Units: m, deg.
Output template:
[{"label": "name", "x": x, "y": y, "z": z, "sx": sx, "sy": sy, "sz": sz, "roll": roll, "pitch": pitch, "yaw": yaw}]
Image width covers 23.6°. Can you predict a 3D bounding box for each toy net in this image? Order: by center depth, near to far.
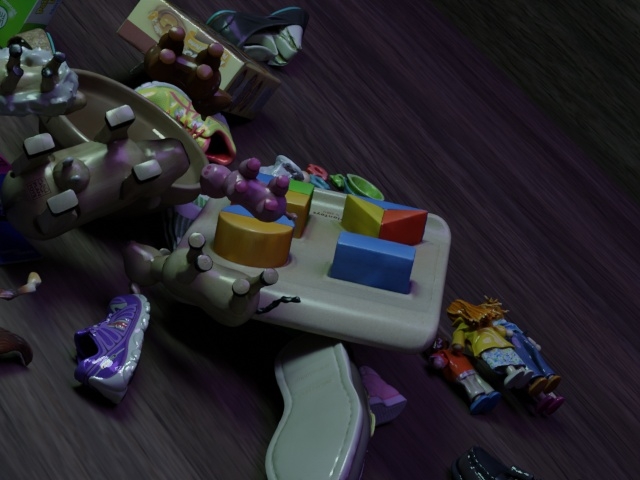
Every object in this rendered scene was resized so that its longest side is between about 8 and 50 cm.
[{"label": "toy net", "x": -0.008, "y": -0.102, "z": 2.403, "sx": 0.232, "sy": 0.045, "sz": 0.122, "roll": 16, "pitch": 29, "yaw": -42}]

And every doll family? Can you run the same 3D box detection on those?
[{"label": "doll family", "x": 0.259, "y": 0.151, "z": 2.181, "sx": 0.263, "sy": 0.118, "sz": 0.163, "roll": 10, "pitch": 33, "yaw": -49}]

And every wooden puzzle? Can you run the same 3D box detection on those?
[{"label": "wooden puzzle", "x": 0.000, "y": 0.000, "z": 1.877, "sx": 0.322, "sy": 0.080, "sz": 0.348, "roll": 13, "pitch": 24, "yaw": 3}]

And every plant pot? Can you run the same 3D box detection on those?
[{"label": "plant pot", "x": -0.263, "y": -0.101, "z": 1.913, "sx": 0.237, "sy": 0.110, "sz": 0.237, "roll": 30, "pitch": 21, "yaw": -13}]

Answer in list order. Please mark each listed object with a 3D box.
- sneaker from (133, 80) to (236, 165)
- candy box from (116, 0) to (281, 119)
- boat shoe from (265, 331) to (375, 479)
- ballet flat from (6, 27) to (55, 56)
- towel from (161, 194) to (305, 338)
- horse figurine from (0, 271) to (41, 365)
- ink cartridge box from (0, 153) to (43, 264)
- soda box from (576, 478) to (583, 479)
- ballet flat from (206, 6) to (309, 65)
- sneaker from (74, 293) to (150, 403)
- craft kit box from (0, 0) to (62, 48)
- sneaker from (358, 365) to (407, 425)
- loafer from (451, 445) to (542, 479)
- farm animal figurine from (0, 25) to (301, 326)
[{"label": "sneaker", "x": -0.195, "y": -0.161, "z": 2.187, "sx": 0.208, "sy": 0.081, "sz": 0.094, "roll": 16, "pitch": 31, "yaw": -44}, {"label": "candy box", "x": -0.179, "y": -0.278, "z": 2.347, "sx": 0.183, "sy": 0.087, "sz": 0.316, "roll": 37, "pitch": 5, "yaw": 6}, {"label": "boat shoe", "x": 0.008, "y": 0.213, "z": 1.678, "sx": 0.097, "sy": 0.116, "sz": 0.324, "roll": 59, "pitch": 11, "yaw": -24}, {"label": "ballet flat", "x": -0.378, "y": -0.215, "z": 2.060, "sx": 0.067, "sy": 0.073, "sz": 0.206, "roll": -7, "pitch": 38, "yaw": -23}, {"label": "towel", "x": -0.115, "y": 0.002, "z": 2.034, "sx": 0.248, "sy": 0.038, "sz": 0.325, "roll": 28, "pitch": 21, "yaw": -24}, {"label": "horse figurine", "x": -0.388, "y": 0.028, "z": 1.498, "sx": 0.263, "sy": 0.066, "sz": 0.174, "roll": 43, "pitch": 31, "yaw": 5}, {"label": "ink cartridge box", "x": -0.465, "y": -0.113, "z": 1.698, "sx": 0.371, "sy": 0.069, "sz": 0.176, "roll": 46, "pitch": 23, "yaw": 17}, {"label": "soda box", "x": 0.365, "y": 0.384, "z": 1.939, "sx": 0.053, "sy": 0.060, "sz": 0.169, "roll": 21, "pitch": 25, "yaw": -37}, {"label": "ballet flat", "x": -0.098, "y": -0.361, "z": 2.760, "sx": 0.280, "sy": 0.095, "sz": 0.096, "roll": -15, "pitch": 64, "yaw": -51}, {"label": "sneaker", "x": -0.223, "y": 0.101, "z": 1.615, "sx": 0.071, "sy": 0.068, "sz": 0.170, "roll": 24, "pitch": 23, "yaw": -11}, {"label": "craft kit box", "x": -0.438, "y": -0.434, "z": 2.152, "sx": 0.250, "sy": 0.247, "sz": 0.061, "roll": 45, "pitch": 25, "yaw": 22}, {"label": "sneaker", "x": 0.049, "y": 0.192, "z": 1.870, "sx": 0.070, "sy": 0.051, "sz": 0.134, "roll": 43, "pitch": 19, "yaw": 21}, {"label": "loafer", "x": 0.295, "y": 0.347, "z": 1.858, "sx": 0.302, "sy": 0.095, "sz": 0.109, "roll": 44, "pitch": 22, "yaw": 18}, {"label": "farm animal figurine", "x": -0.206, "y": -0.056, "z": 1.696, "sx": 0.326, "sy": 0.172, "sz": 0.330, "roll": -4, "pitch": 73, "yaw": -20}]
